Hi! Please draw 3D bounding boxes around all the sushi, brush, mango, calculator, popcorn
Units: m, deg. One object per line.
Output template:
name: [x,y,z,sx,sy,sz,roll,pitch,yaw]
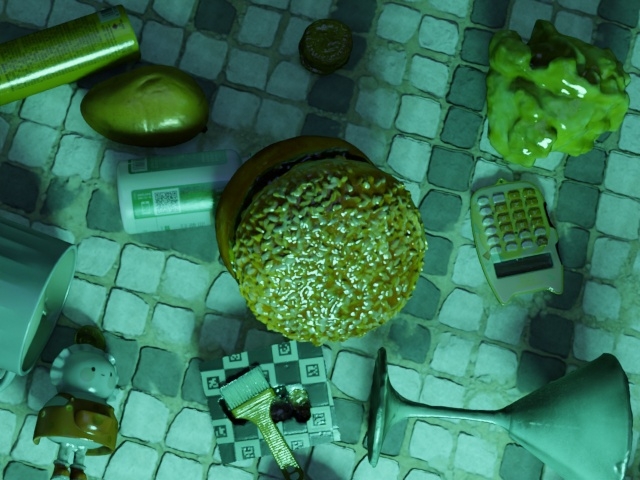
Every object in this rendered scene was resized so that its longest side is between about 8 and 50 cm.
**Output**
sushi: [-0.088,0.272,1.759,0.215,0.050,0.192,-12,97,1]
brush: [-0.088,0.326,1.735,0.083,0.010,0.218,-29,97,2]
mango: [-0.313,-0.241,1.799,0.228,0.109,0.147,2,104,-6]
calculator: [0.360,-0.003,1.863,0.157,0.033,0.236,-10,79,-6]
popcorn: [0.426,-0.266,1.828,0.250,0.235,0.241,-6,123,-18]

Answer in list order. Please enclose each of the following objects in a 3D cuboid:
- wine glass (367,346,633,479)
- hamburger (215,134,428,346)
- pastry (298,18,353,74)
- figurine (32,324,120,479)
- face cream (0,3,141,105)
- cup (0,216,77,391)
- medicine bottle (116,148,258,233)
wine glass: [0.288,0.296,1.699,0.406,0.267,0.267,7,80,0]
hamburger: [0.000,0.000,1.663,0.330,0.250,0.329,-11,118,-21]
pastry: [0.010,-0.361,1.876,0.109,0.057,0.097,-35,84,-11]
figurine: [-0.406,0.276,1.699,0.143,0.143,0.271,-5,53,-6]
face cream: [-0.501,-0.317,1.794,0.349,0.105,0.105,-21,83,-9]
cup: [-0.609,0.095,1.668,0.327,0.237,0.322,20,109,-3]
medicine bottle: [-0.213,-0.090,1.769,0.274,0.133,0.133,-7,81,-6]
